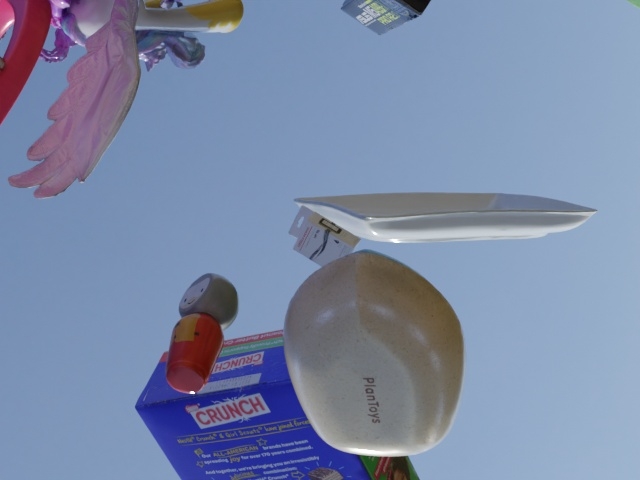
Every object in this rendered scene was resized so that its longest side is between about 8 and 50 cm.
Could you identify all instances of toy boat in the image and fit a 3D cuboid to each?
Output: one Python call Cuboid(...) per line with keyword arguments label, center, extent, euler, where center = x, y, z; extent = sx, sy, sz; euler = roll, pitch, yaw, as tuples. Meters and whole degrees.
Cuboid(label="toy boat", center=(-0.004, 0.102, 1.570), extent=(0.148, 0.318, 0.267), euler=(-76, -13, -48))

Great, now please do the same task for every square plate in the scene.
Cuboid(label="square plate", center=(0.170, -0.036, 2.154), extent=(0.347, 0.344, 0.049), euler=(-161, 70, -72))

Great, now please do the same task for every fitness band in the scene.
Cuboid(label="fitness band", center=(-0.358, -0.123, 1.414), extent=(0.054, 0.209, 0.291), euler=(34, -87, -28))

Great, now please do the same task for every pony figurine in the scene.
Cuboid(label="pony figurine", center=(-0.224, -0.256, 1.529), extent=(0.303, 0.351, 0.363), euler=(44, -157, 16))

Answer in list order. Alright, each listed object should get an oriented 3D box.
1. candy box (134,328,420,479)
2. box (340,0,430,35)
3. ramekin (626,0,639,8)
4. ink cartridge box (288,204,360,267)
Cuboid(label="candy box", center=(-0.047, 0.273, 1.955), extent=(0.317, 0.268, 0.122), euler=(63, -151, -31))
Cuboid(label="box", center=(0.134, -0.358, 1.620), extent=(0.060, 0.270, 0.216), euler=(33, 177, -8))
Cuboid(label="ramekin", center=(0.414, -0.403, 1.603), extent=(0.148, 0.303, 0.303), euler=(36, -131, -60))
Cuboid(label="ink cartridge box", center=(0.000, 0.000, 1.790), extent=(0.048, 0.083, 0.028), euler=(-63, -7, 31))
